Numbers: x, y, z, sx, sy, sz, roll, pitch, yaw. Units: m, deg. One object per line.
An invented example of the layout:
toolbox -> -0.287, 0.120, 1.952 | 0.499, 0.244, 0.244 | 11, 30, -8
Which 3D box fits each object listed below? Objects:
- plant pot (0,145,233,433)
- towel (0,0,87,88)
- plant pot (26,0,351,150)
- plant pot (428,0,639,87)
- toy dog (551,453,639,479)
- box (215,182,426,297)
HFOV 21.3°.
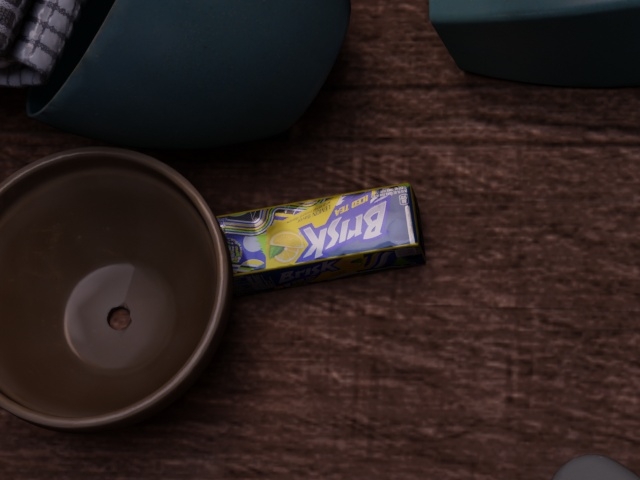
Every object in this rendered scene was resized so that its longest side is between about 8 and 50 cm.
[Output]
plant pot -> -0.180, 0.050, 1.404 | 0.237, 0.110, 0.237 | -3, 72, 10
towel -> -0.303, -0.255, 1.396 | 0.284, 0.121, 0.235 | 8, 72, 36
plant pot -> -0.091, -0.189, 1.409 | 0.195, 0.290, 0.290 | 27, 75, -19
plant pot -> 0.213, -0.224, 1.400 | 0.234, 0.165, 0.165 | -6, 70, 18
toy dog -> 0.328, 0.274, 1.231 | 0.220, 0.161, 0.333 | -33, 53, 1
box -> 0.000, 0.000, 1.416 | 0.169, 0.054, 0.059 | -10, 70, 7
